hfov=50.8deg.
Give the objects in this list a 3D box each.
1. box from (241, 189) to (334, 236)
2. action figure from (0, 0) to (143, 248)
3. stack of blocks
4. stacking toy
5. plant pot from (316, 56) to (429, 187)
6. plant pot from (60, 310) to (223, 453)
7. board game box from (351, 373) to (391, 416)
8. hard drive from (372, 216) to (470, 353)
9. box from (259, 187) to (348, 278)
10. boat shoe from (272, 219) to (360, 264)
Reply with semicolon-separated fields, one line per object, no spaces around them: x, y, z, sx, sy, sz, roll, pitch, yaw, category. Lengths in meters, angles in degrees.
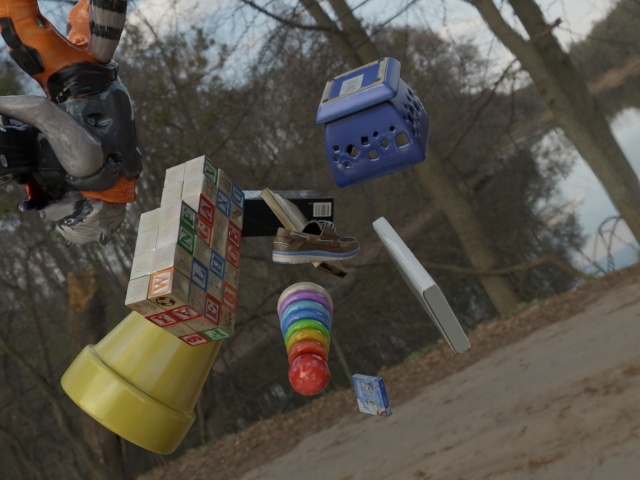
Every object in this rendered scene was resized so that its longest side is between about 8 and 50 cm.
-0.116;-0.073;1.736;0.261;0.103;0.184;-2;13;-16;box
-0.265;-0.146;0.679;0.178;0.330;0.341;-2;16;8;action figure
-0.218;0.005;1.139;0.087;0.297;0.171;-16;-37;23;stack of blocks
-0.034;0.230;1.550;0.141;0.141;0.330;-31;22;12;stacking toy
0.121;-0.299;1.647;0.235;0.212;0.236;-16;31;21;plant pot
-0.318;0.235;1.291;0.239;0.254;0.254;-56;4;-9;plant pot
0.118;0.358;1.559;0.020;0.090;0.090;-21;11;-38;board game box
0.220;0.093;1.506;0.040;0.203;0.307;-32;32;2;hard drive
-0.030;-0.012;1.383;0.021;0.201;0.164;-42;-22;9;box
0.000;0.000;1.139;0.066;0.066;0.183;9;11;44;boat shoe
